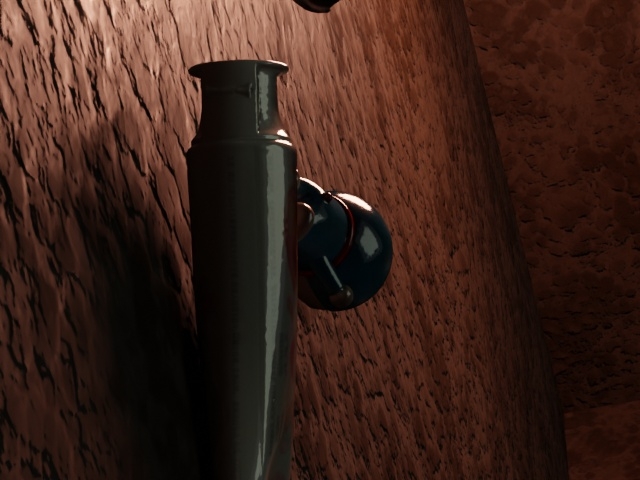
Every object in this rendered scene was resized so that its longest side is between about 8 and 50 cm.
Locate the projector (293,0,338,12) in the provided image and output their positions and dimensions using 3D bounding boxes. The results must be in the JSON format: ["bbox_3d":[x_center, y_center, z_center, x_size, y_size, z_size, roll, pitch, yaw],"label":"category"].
[{"bbox_3d":[0.020,-0.408,0.969,0.395,0.242,0.405,51,39,-32],"label":"projector"}]

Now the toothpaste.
[{"bbox_3d":[-0.041,0.060,0.964,0.100,0.066,0.323,15,72,-76],"label":"toothpaste"}]

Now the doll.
[{"bbox_3d":[0.000,0.000,1.189,0.152,0.085,0.114,36,31,-59],"label":"doll"}]
